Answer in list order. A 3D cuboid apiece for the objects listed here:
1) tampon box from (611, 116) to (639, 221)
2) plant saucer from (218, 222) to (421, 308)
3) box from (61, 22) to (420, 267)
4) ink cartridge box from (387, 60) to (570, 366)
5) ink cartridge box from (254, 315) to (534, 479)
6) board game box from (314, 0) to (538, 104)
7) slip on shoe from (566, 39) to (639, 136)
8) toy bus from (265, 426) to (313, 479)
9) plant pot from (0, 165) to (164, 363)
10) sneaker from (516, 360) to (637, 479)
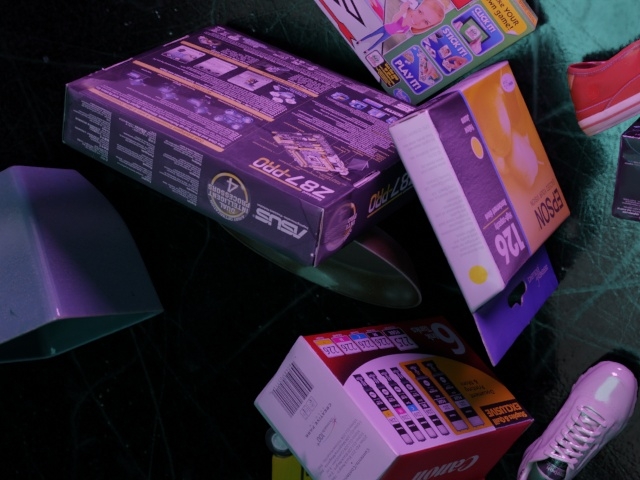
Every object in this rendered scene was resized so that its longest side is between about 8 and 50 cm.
[{"bbox_3d":[0.429,-0.086,1.647,0.120,0.161,0.101,12,111,22],"label":"tampon box"},{"bbox_3d":[0.000,0.000,1.831,0.311,0.310,0.050,21,76,17],"label":"plant saucer"},{"bbox_3d":[-0.074,-0.137,1.735,0.395,0.318,0.097,26,123,23],"label":"box"},{"bbox_3d":[0.219,-0.044,1.674,0.072,0.303,0.307,-23,97,29],"label":"ink cartridge box"},{"bbox_3d":[0.120,0.245,1.767,0.272,0.309,0.130,49,121,26],"label":"ink cartridge box"},{"bbox_3d":[0.096,-0.341,1.731,0.213,0.046,0.317,-31,109,30],"label":"board game box"},{"bbox_3d":[0.434,-0.237,1.627,0.331,0.123,0.101,-29,89,33],"label":"slip on shoe"},{"bbox_3d":[-0.002,0.338,2.008,0.130,0.108,0.332,8,109,20],"label":"toy bus"},{"bbox_3d":[-0.426,0.030,2.031,0.247,0.248,0.252,-23,78,28],"label":"plant pot"},{"bbox_3d":[0.343,0.264,1.837,0.090,0.095,0.235,35,116,12],"label":"sneaker"}]
